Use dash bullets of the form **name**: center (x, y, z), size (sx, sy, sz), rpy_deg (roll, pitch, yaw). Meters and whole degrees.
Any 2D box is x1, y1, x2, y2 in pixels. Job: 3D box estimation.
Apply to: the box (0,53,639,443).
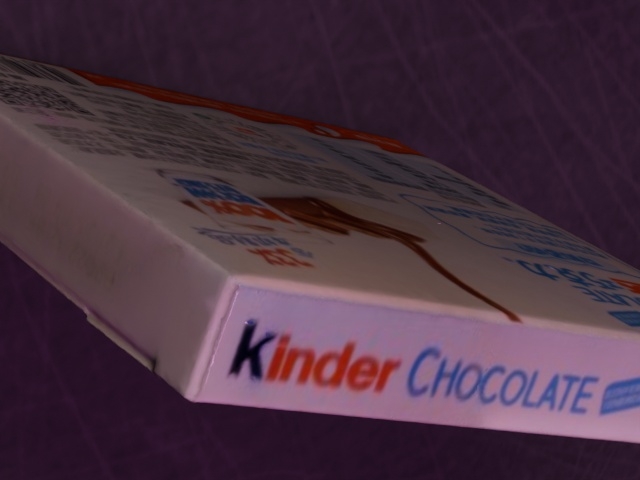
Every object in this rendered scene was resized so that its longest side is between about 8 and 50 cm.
- **box**: center (0.000, 0.000, 0.713), size (0.273, 0.265, 0.048), rpy_deg (11, 104, -38)
